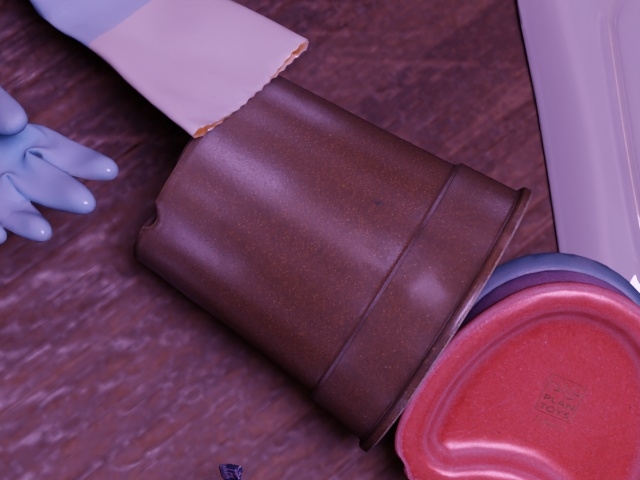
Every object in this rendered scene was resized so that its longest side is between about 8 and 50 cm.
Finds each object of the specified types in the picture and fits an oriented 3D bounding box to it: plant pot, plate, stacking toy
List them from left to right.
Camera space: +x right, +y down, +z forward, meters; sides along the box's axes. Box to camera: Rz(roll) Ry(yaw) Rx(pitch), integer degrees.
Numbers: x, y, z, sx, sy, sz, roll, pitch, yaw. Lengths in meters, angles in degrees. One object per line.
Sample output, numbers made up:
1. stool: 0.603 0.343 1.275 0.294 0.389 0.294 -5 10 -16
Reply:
1. plant pot: 0.000 0.000 0.875 0.165 0.167 0.167 32 73 0
2. stacking toy: 0.167 0.171 0.936 0.309 0.130 0.279 32 99 -4
3. plate: 0.271 -0.066 1.014 0.278 0.045 0.277 -5 80 -16

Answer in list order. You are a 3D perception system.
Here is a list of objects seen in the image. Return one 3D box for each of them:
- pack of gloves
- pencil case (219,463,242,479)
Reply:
1. pack of gloves: -0.156 -0.108 0.844 0.232 0.046 0.195 35 67 31
2. pencil case: -0.137 0.174 0.832 0.209 0.098 0.095 -6 81 -15
